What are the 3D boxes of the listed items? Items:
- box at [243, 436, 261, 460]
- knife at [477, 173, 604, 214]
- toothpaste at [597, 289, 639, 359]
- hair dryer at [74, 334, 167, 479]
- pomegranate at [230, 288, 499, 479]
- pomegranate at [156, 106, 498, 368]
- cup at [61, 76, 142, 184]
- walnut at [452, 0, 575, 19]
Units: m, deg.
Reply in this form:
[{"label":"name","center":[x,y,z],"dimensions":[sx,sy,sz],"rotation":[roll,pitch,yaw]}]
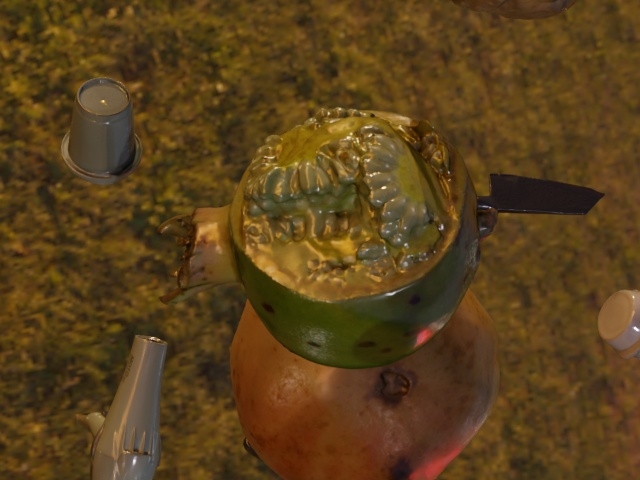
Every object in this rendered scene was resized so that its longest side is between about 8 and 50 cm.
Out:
[{"label":"box","center":[-0.029,0.263,1.857],"dimensions":[0.126,0.027,0.125],"rotation":[26,64,1]},{"label":"knife","center":[0.235,-0.055,1.623],"dimensions":[0.028,0.230,0.060],"rotation":[102,-13,-62]},{"label":"toothpaste","center":[0.267,0.094,0.704],"dimensions":[0.301,0.048,0.075],"rotation":[25,94,-24]},{"label":"hair dryer","center":[-0.265,0.205,1.758],"dimensions":[0.092,0.267,0.229],"rotation":[12,110,-27]},{"label":"pomegranate","center":[0.054,0.146,1.599],"dimensions":[0.342,0.342,0.343],"rotation":[28,56,-51]},{"label":"pomegranate","center":[0.000,0.000,1.307],"dimensions":[0.260,0.340,0.260],"rotation":[-7,90,-74]},{"label":"cup","center":[-0.316,-0.161,1.943],"dimensions":[0.141,0.120,0.120],"rotation":[108,-3,-53]},{"label":"walnut","center":[0.212,-0.328,1.297],"dimensions":[0.198,0.198,0.245],"rotation":[8,114,-57]}]
